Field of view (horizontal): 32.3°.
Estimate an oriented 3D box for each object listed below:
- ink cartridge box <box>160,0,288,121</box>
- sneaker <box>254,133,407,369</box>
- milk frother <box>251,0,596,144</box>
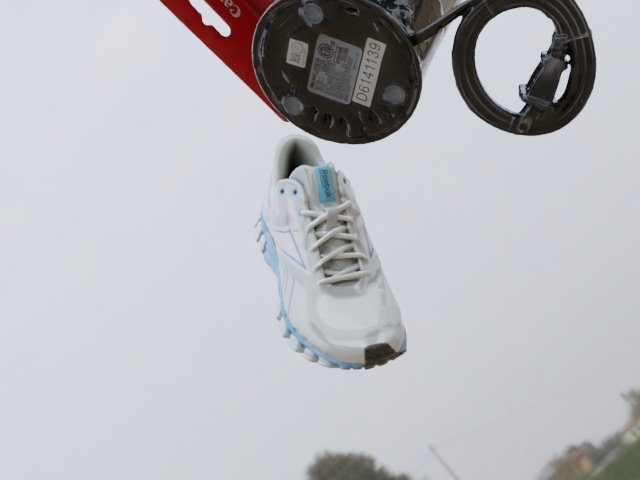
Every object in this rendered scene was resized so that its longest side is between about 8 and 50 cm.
[{"bbox_3d":[-0.027,-0.314,1.119,0.309,0.130,0.272,41,-112,-33],"label":"ink cartridge box"},{"bbox_3d":[0.000,0.000,0.672,0.071,0.191,0.083,-9,-52,-17],"label":"sneaker"},{"bbox_3d":[0.062,-0.115,0.544,0.129,0.143,0.135,-52,7,45],"label":"milk frother"}]
